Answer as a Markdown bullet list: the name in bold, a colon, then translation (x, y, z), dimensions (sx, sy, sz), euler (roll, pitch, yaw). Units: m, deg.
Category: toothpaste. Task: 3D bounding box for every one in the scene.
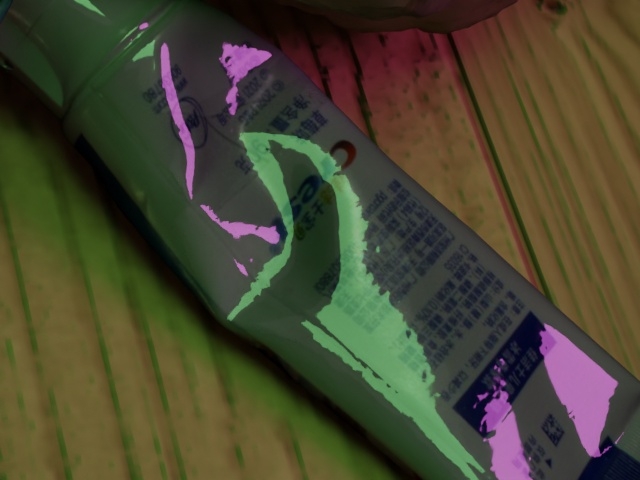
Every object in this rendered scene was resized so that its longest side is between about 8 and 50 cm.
- **toothpaste**: translation (0.000, 0.000, 0.567), dimensions (0.266, 0.061, 0.096), euler (42, 52, 1)

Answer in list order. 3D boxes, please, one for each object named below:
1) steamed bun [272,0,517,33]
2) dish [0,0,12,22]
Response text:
- **steamed bun**: translation (0.004, -0.236, 0.612), dimensions (0.372, 0.230, 0.325), euler (-44, 118, -40)
- **dish**: translation (-0.201, -0.080, 0.518), dimensions (0.246, 0.078, 0.224), euler (-17, 63, -25)
